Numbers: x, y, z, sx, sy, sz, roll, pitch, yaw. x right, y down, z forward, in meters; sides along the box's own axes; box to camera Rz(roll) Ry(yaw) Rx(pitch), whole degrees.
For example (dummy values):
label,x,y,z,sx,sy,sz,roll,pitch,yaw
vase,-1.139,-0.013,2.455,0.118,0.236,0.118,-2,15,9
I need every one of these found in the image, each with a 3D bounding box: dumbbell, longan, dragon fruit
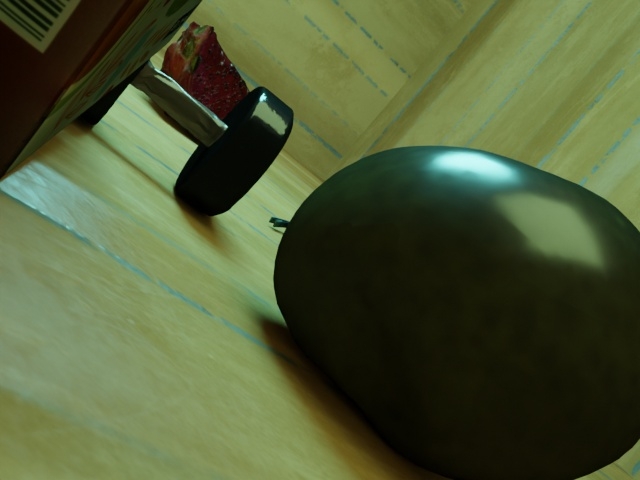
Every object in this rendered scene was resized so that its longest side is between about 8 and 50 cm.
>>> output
label,x,y,z,sx,sy,sz,roll,pitch,yaw
dumbbell,-0.154,-0.146,0.965,0.218,0.152,0.152,39,6,-17
longan,0.127,0.053,0.769,0.350,0.288,0.288,31,2,20
dragon fruit,-0.224,-0.255,1.571,0.211,0.134,0.262,30,-19,42

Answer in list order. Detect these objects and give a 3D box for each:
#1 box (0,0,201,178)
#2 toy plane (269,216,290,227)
label,x,y,z,sx,sy,sz,roll,pitch,yaw
box,-0.108,-0.261,0.638,0.122,0.344,0.385,40,25,-11
toy plane,0.000,0.000,1.392,0.096,0.060,0.235,29,5,21
